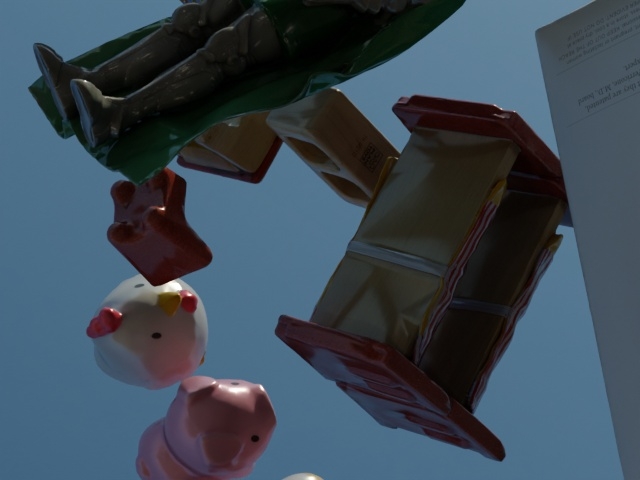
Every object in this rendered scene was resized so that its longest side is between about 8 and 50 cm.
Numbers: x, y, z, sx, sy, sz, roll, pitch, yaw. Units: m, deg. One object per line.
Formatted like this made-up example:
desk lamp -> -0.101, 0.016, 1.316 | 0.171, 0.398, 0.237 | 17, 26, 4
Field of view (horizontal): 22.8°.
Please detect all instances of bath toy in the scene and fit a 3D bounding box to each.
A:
bath toy -> -0.087, 0.173, 1.257 | 0.151, 0.129, 0.348 | -31, -109, 10

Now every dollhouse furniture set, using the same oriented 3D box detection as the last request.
dollhouse furniture set -> 0.000, 0.000, 1.181 | 0.152, 0.374, 0.201 | 43, -110, -42

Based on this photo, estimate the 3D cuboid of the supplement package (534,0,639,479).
supplement package -> 0.263, -0.006, 0.894 | 0.177, 0.175, 0.293 | 4, -109, -40

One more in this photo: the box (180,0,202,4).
box -> -0.092, -0.318, 1.031 | 0.279, 0.290, 0.177 | 44, -73, -8

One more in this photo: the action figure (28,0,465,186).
action figure -> -0.011, -0.107, 0.721 | 0.232, 0.137, 0.063 | -27, -53, -18
